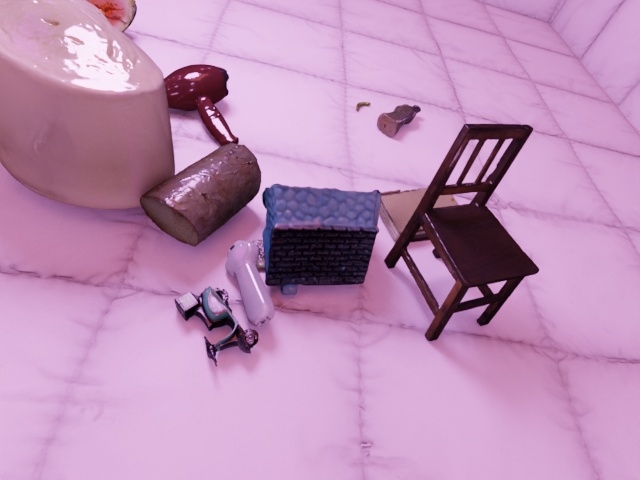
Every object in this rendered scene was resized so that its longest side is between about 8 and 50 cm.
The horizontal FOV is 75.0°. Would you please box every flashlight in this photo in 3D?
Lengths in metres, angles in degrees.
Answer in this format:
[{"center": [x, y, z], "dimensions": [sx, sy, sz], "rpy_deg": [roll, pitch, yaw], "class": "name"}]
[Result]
[{"center": [-0.144, 0.088, 0.872], "dimensions": [0.047, 0.093, 0.200], "rpy_deg": [17, 37, -48], "class": "flashlight"}]

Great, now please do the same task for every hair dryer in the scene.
[{"center": [-0.353, -0.339, 1.177], "dimensions": [0.312, 0.123, 0.340], "rpy_deg": [-28, 74, -23], "class": "hair dryer"}]

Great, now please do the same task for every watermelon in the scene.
[{"center": [-0.743, -0.701, 1.320], "dimensions": [0.303, 0.159, 0.128], "rpy_deg": [6, 79, -15], "class": "watermelon"}]

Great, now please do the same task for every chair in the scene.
[{"center": [0.332, -0.003, 0.887], "dimensions": [0.203, 0.416, 0.241], "rpy_deg": [-7, 53, -23], "class": "chair"}]

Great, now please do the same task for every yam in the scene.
[{"center": [-0.259, -0.105, 0.950], "dimensions": [0.161, 0.161, 0.268], "rpy_deg": [32, 49, 9], "class": "yam"}]

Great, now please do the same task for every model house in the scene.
[{"center": [0.000, 0.000, 0.958], "dimensions": [0.261, 0.226, 0.241], "rpy_deg": [1, 88, -15], "class": "model house"}]

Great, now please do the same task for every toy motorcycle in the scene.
[{"center": [-0.200, 0.163, 0.812], "dimensions": [0.100, 0.058, 0.173], "rpy_deg": [-31, 65, -29], "class": "toy motorcycle"}]

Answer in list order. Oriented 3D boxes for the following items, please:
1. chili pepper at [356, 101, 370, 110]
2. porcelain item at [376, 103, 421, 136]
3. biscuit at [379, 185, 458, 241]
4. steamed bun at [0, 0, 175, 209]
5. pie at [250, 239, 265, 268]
[{"center": [0.152, -0.489, 1.509], "dimensions": [0.083, 0.017, 0.030], "rpy_deg": [-28, 66, -35], "class": "chili pepper"}, {"center": [0.287, -0.442, 1.480], "dimensions": [0.081, 0.069, 0.215], "rpy_deg": [37, 50, 19], "class": "porcelain item"}, {"center": [0.286, -0.082, 1.186], "dimensions": [0.252, 0.052, 0.150], "rpy_deg": [-12, 59, -25], "class": "biscuit"}, {"center": [-0.534, -0.286, 0.869], "dimensions": [0.456, 0.371, 0.290], "rpy_deg": [35, 50, 16], "class": "steamed bun"}, {"center": [-0.140, 0.033, 0.967], "dimensions": [0.085, 0.017, 0.085], "rpy_deg": [9, 49, -10], "class": "pie"}]
